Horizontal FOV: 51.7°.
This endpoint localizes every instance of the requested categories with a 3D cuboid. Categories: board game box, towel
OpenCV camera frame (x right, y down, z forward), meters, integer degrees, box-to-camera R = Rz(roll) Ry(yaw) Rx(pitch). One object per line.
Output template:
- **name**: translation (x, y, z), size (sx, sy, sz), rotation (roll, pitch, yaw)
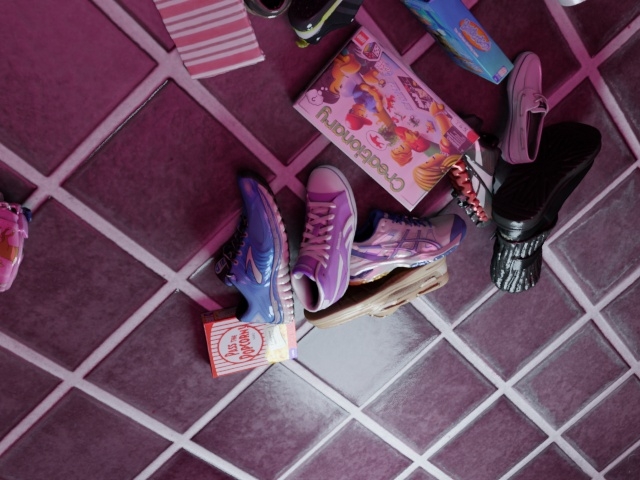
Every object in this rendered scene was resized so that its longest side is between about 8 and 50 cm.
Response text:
- **board game box**: translation (-0.152, 0.208, 1.436), size (0.194, 0.045, 0.146), rotation (-12, 120, -13)
- **towel**: translation (-0.187, -0.370, 1.089), size (0.144, 0.029, 0.197), rotation (-8, 127, 19)
- **board game box**: translation (0.123, -0.226, 1.242), size (0.305, 0.053, 0.193), rotation (40, 100, -13)
- **board game box**: translation (0.236, -0.382, 1.186), size (0.210, 0.160, 0.047), rotation (37, 100, -32)

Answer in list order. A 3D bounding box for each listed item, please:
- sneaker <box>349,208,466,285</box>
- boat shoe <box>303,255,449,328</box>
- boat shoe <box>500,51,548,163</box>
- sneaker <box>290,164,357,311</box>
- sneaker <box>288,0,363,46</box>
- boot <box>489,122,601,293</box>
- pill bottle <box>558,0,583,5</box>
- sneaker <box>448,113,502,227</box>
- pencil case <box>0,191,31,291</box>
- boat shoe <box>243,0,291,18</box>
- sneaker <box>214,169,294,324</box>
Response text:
- **sneaker**: translation (0.164, -0.012, 1.386), size (0.297, 0.112, 0.131), rotation (-21, 110, -7)
- **boat shoe**: translation (0.130, 0.120, 1.442), size (0.341, 0.121, 0.110), rotation (-24, 121, -7)
- **boat shoe**: translation (0.426, -0.266, 1.332), size (0.083, 0.076, 0.226), rotation (-3, 101, -32)
- **sneaker**: translation (0.001, 0.000, 1.278), size (0.102, 0.161, 0.282), rotation (1, 102, 24)
- **sneaker**: translation (0.039, -0.433, 1.155), size (0.235, 0.084, 0.097), rotation (-39, 155, 0)
- **boot**: translation (0.483, -0.073, 1.449), size (0.348, 0.131, 0.260), rotation (-43, 142, -19)
- **pill bottle**: translation (0.430, -0.537, 1.194), size (0.117, 0.117, 0.215), rotation (-41, 123, 5)
- **sneaker**: translation (0.326, -0.148, 1.379), size (0.135, 0.097, 0.276), rotation (-32, 121, 2)
- **pencil case**: translation (-0.679, -0.032, 1.059), size (0.386, 0.160, 0.167), rotation (15, 82, -25)
- **boat shoe**: translation (-0.099, -0.520, 1.011), size (0.132, 0.130, 0.355), rotation (-21, 122, -8)
- **sneaker**: translation (-0.136, 0.027, 1.292), size (0.147, 0.130, 0.329), rotation (-8, 112, -9)
